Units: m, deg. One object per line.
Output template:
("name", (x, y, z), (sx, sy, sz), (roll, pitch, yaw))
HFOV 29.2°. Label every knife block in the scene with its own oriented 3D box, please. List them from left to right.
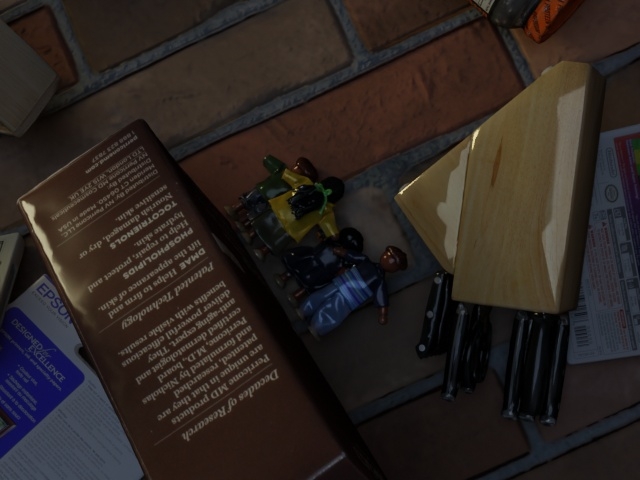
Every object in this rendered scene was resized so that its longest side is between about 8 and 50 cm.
("knife block", (0.191, 0.017, 1.066), (0.275, 0.088, 0.242), (-40, 77, 17))

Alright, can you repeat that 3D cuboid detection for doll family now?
("doll family", (0.000, 0.000, 1.127), (0.111, 0.076, 0.193), (-35, 87, -1))

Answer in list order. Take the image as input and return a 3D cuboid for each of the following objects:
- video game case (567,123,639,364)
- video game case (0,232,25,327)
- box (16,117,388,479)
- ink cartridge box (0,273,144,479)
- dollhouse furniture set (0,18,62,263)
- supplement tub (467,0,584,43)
("video game case", (0.289, -0.002, 1.079), (0.183, 0.023, 0.201), (-12, 83, 29))
("video game case", (-0.379, 0.066, 1.135), (0.190, 0.173, 0.022), (-10, 125, 6))
("box", (-0.089, 0.098, 0.989), (0.143, 0.191, 0.381), (-33, 54, 1))
("ink cartridge box", (-0.256, 0.169, 1.118), (0.206, 0.045, 0.208), (46, 56, 0))
("dollhouse furniture set", (-0.447, -0.070, 1.022), (0.362, 0.256, 0.394), (12, 63, 46))
("supplement tub", (0.156, -0.272, 1.103), (0.190, 0.117, 0.117), (43, 92, 8))
